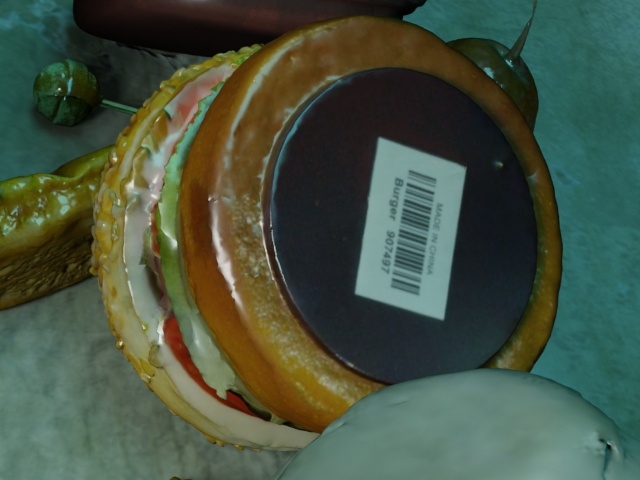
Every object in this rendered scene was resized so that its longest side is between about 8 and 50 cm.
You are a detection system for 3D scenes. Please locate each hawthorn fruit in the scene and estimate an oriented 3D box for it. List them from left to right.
[{"bbox_3d":[0.147,-0.118,1.757,0.149,0.189,0.149,60,12,-21],"label":"hawthorn fruit"}]

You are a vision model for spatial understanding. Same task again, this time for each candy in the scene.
[{"bbox_3d":[-0.160,-0.112,1.692,0.202,0.061,0.061,15,40,-24],"label":"candy"},{"bbox_3d":[0.089,0.210,1.135,0.295,0.185,0.295,-10,34,7],"label":"candy"}]

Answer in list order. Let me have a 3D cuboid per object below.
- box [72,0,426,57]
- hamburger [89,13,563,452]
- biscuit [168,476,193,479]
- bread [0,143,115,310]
[{"bbox_3d":[-0.078,-0.219,1.630,0.263,0.108,0.404,6,1,-18],"label":"box"},{"bbox_3d":[0.000,0.000,1.427,0.330,0.250,0.330,6,77,-30],"label":"hamburger"},{"bbox_3d":[-0.102,0.233,1.272,0.232,0.013,0.237,4,29,31],"label":"biscuit"},{"bbox_3d":[-0.231,-0.011,1.470,0.271,0.139,0.077,-22,68,-39],"label":"bread"}]
